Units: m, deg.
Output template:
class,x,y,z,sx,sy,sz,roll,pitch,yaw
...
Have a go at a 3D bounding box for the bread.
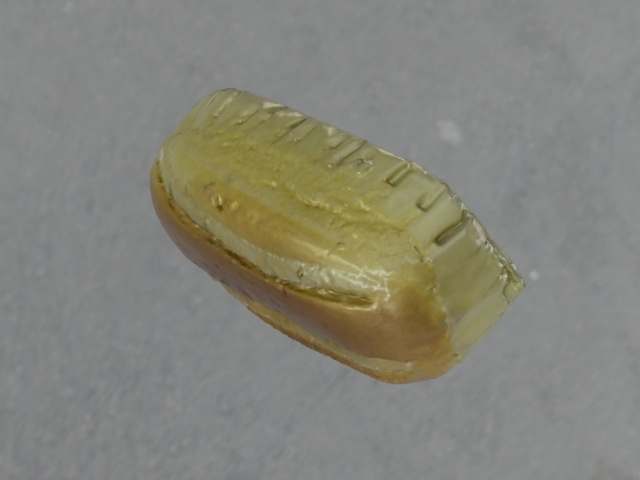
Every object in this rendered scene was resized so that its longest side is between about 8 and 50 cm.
class,x,y,z,sx,sy,sz,roll,pitch,yaw
bread,0.000,0.000,1.117,0.236,0.140,0.106,26,71,43
